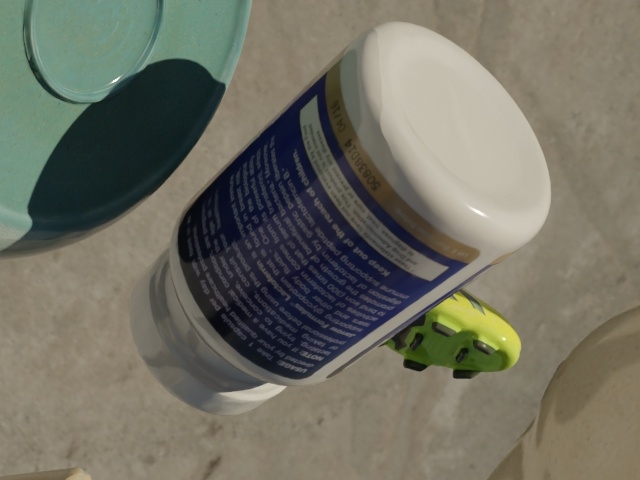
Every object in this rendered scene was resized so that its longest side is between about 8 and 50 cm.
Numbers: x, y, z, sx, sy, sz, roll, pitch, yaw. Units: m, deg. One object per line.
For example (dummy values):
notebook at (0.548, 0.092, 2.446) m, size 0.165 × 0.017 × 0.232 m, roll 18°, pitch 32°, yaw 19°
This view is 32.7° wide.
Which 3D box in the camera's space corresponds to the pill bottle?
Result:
pill bottle at (0.000, 0.000, 0.686) m, size 0.153 × 0.153 × 0.264 m, roll -4°, pitch 152°, yaw -48°

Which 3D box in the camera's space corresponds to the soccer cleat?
soccer cleat at (0.042, 0.022, 0.933) m, size 0.093 × 0.289 × 0.121 m, roll 95°, pitch 21°, yaw -53°

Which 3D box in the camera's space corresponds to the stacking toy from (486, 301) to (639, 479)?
stacking toy at (0.236, 0.238, 0.268) m, size 0.351 × 0.480 × 0.350 m, roll -57°, pitch 180°, yaw 1°

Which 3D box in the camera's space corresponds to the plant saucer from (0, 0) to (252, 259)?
plant saucer at (-0.134, -0.130, 0.607) m, size 0.317 × 0.043 × 0.318 m, roll -36°, pitch 138°, yaw -41°

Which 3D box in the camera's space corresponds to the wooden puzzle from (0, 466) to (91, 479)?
wooden puzzle at (-0.312, 0.277, 0.604) m, size 0.080 × 0.322 × 0.348 m, roll 51°, pitch 39°, yaw -36°
